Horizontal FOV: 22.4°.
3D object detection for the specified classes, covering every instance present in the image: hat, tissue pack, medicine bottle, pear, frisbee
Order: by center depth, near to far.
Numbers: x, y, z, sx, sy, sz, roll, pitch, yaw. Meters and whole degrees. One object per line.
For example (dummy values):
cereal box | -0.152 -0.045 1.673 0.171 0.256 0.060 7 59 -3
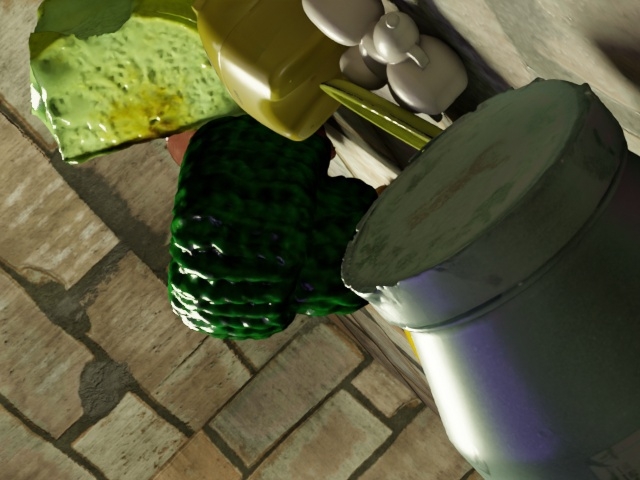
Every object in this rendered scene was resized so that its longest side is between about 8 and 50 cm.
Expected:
medicine bottle | 0.177 0.061 1.055 0.290 0.245 0.245 46 174 -19
frisbee | 0.104 -0.082 1.394 0.236 0.017 0.236 30 -178 -1
tissue pack | -0.042 -0.183 1.510 0.127 0.123 0.178 44 175 17
hat | 0.000 0.000 1.819 0.332 0.274 0.242 7 140 4
pear | -0.220 -0.249 1.936 0.282 0.286 0.176 -99 -7 -58

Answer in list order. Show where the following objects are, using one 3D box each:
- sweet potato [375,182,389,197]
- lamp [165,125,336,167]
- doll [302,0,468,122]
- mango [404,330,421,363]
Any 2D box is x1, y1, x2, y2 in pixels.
sweet potato | 0.093 -0.036 1.955 0.065 0.051 0.218 51 172 -13
lamp | -0.093 -0.135 2.053 0.258 0.180 0.180 43 174 39
doll | 0.058 -0.155 1.325 0.160 0.059 0.161 41 172 34
mango | 0.182 0.125 2.184 0.317 0.119 0.176 56 174 -15
